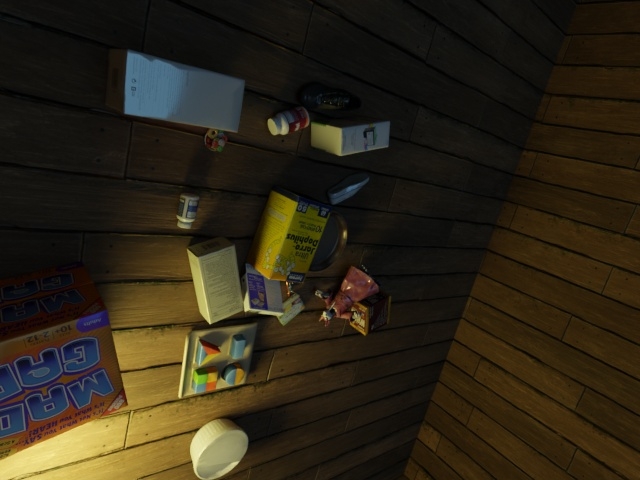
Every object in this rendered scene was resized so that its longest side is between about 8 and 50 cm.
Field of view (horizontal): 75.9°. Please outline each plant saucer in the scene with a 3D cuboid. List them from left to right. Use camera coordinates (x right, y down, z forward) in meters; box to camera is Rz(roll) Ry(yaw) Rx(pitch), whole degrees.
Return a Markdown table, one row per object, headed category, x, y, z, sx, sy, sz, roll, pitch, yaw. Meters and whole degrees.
| category | x | y | z | sx | sy | sz | roll | pitch | yaw |
| --- | --- | --- | --- | --- | --- | --- | --- | --- | --- |
| plant saucer | 0.000 | 0.000 | 1.956 | 0.311 | 0.050 | 0.310 | -20 | 123 | -34 |

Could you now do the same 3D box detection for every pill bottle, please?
| category | x | y | z | sx | sy | sz | roll | pitch | yaw |
| --- | --- | --- | --- | --- | --- | --- | --- | --- | --- |
| pill bottle | -0.483 | -0.108 | 1.488 | 0.067 | 0.067 | 0.120 | 4 | 107 | -41 |
| pill bottle | -0.126 | -0.465 | 1.607 | 0.152 | 0.086 | 0.086 | -27 | 126 | -27 |

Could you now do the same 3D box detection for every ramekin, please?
| category | x | y | z | sx | sy | sz | roll | pitch | yaw |
| --- | --- | --- | --- | --- | --- | --- | --- | --- | --- |
| ramekin | -0.491 | 0.980 | 1.956 | 0.273 | 0.127 | 0.272 | -18 | 121 | -34 |

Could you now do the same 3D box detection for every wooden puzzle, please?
| category | x | y | z | sx | sy | sz | roll | pitch | yaw |
| --- | --- | --- | --- | --- | --- | --- | --- | --- | --- |
| wooden puzzle | -0.439 | 0.536 | 1.822 | 0.348 | 0.081 | 0.321 | -2 | 111 | -40 |

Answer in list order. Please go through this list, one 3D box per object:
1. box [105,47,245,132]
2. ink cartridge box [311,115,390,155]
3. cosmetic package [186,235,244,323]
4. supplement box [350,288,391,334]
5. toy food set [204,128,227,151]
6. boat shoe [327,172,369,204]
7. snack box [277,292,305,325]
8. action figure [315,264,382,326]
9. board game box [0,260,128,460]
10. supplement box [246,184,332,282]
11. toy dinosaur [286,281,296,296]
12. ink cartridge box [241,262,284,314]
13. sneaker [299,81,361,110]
| category | x | y | z | sx | sy | sz | roll | pitch | yaw |
| --- | --- | --- | --- | --- | --- | --- | --- | --- | --- |
| box | -0.442 | -0.453 | 1.257 | 0.346 | 0.215 | 0.168 | -1 | 111 | -39 |
| ink cartridge box | 0.128 | -0.452 | 1.746 | 0.278 | 0.201 | 0.117 | -18 | 121 | -34 |
| cosmetic package | -0.415 | 0.157 | 1.641 | 0.160 | 0.113 | 0.309 | -20 | 122 | -33 |
| supplement box | 0.283 | 0.397 | 2.331 | 0.194 | 0.129 | 0.191 | -19 | 122 | -33 |
| toy food set | -0.378 | -0.365 | 1.486 | 0.083 | 0.020 | 0.083 | 12 | 102 | -43 |
| boat shoe | 0.130 | -0.245 | 1.945 | 0.226 | 0.083 | 0.075 | -25 | 137 | -15 |
| snack box | -0.149 | 0.334 | 1.995 | 0.141 | 0.037 | 0.100 | -38 | 138 | -20 |
| action figure | 0.124 | 0.292 | 2.158 | 0.370 | 0.248 | 0.276 | -45 | 176 | 1 |
| board game box | -0.825 | 0.325 | 1.205 | 0.357 | 0.356 | 0.356 | -16 | 120 | -35 |
| supplement box | -0.135 | -0.025 | 1.733 | 0.194 | 0.195 | 0.356 | 12 | 102 | -43 |
| toy dinosaur | -0.149 | 0.230 | 1.965 | 0.090 | 0.047 | 0.082 | 24 | 105 | -11 |
| ink cartridge box | -0.253 | 0.216 | 1.789 | 0.206 | 0.045 | 0.208 | 20 | 53 | -48 |
| sneaker | 0.048 | -0.580 | 1.670 | 0.287 | 0.130 | 0.108 | -12 | 119 | -35 |
